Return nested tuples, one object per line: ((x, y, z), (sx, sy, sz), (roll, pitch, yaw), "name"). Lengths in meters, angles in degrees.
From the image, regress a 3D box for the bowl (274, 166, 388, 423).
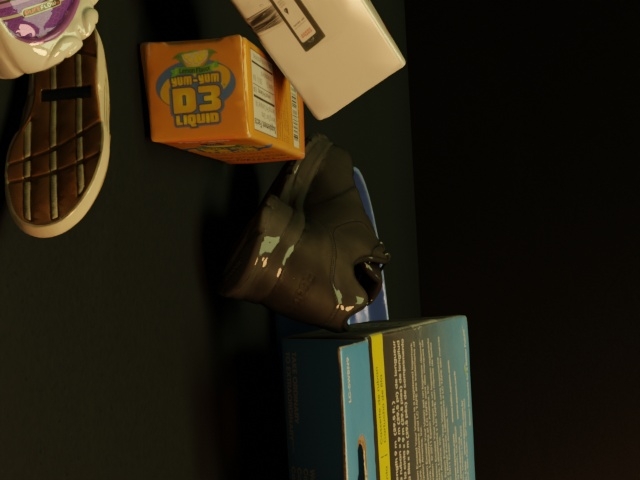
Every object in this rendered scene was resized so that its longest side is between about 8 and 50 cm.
((0.020, 0.113, 1.387), (0.391, 0.077, 0.391), (-5, 90, -80), "bowl")

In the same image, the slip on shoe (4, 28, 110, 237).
((-0.134, -0.055, 0.639), (0.041, 0.051, 0.135), (92, -7, -56), "slip on shoe")

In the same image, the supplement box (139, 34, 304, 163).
((-0.069, -0.105, 0.961), (0.233, 0.078, 0.080), (11, 76, -80), "supplement box")

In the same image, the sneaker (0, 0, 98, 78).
((-0.136, -0.158, 0.619), (0.071, 0.068, 0.170), (68, 19, -44), "sneaker")

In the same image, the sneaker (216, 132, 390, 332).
((0.000, 0.000, 1.093), (0.109, 0.130, 0.286), (-59, -176, 28), "sneaker")

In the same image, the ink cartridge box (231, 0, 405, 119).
((-0.033, -0.213, 0.924), (0.203, 0.086, 0.148), (51, 11, -39), "ink cartridge box")

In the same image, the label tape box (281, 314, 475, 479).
((0.039, 0.195, 1.077), (0.333, 0.105, 0.241), (0, 87, -66), "label tape box")
